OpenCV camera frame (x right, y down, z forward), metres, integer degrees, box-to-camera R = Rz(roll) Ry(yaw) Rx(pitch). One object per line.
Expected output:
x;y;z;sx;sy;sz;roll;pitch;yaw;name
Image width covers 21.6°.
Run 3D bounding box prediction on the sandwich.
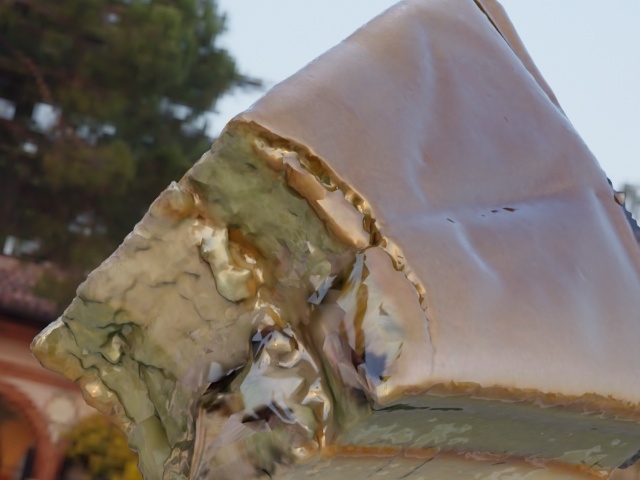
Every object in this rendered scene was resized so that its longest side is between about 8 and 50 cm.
0.000;0.000;0.645;0.198;0.227;0.155;10;-42;-44;sandwich
